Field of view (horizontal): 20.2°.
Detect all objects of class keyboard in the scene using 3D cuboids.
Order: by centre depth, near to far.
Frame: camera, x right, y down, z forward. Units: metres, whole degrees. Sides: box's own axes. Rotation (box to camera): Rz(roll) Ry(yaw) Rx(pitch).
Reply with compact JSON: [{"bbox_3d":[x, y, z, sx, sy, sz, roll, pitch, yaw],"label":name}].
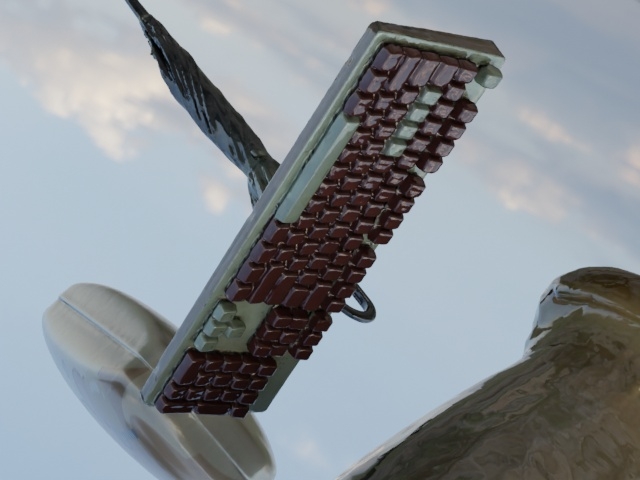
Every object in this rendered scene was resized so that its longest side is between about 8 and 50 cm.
[{"bbox_3d":[0.000,0.000,0.582,0.055,0.166,0.017,4,-138,-39],"label":"keyboard"}]

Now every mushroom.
[{"bbox_3d":[0.024,0.148,0.598,0.407,0.154,0.137,-38,-85,-36],"label":"mushroom"}]

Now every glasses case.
[{"bbox_3d":[-0.073,0.063,0.768,0.081,0.051,0.204,50,170,-17],"label":"glasses case"}]

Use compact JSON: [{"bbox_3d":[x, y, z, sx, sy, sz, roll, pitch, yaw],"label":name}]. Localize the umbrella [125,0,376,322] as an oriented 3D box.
[{"bbox_3d":[-0.037,-0.044,0.911,0.044,0.044,0.269,14,-149,-43],"label":"umbrella"}]
